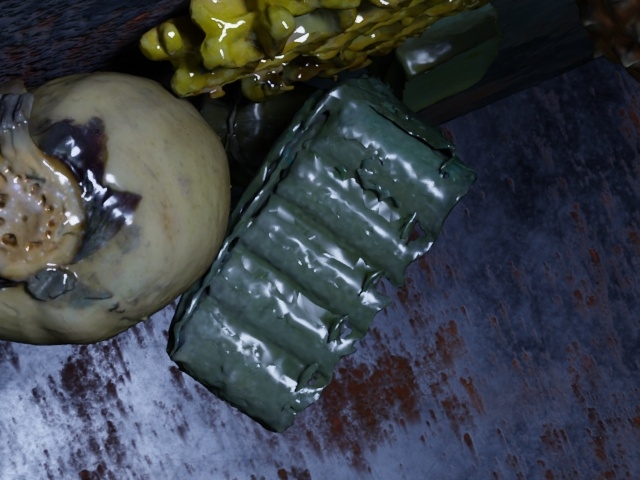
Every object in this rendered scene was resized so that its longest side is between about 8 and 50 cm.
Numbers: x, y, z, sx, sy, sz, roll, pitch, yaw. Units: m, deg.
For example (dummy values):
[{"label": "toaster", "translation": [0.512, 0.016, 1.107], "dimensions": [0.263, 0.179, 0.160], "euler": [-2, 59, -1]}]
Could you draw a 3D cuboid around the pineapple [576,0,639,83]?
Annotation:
[{"label": "pineapple", "translation": [0.304, -0.146, 0.864], "dimensions": [0.175, 0.175, 0.361], "euler": [-23, -155, -33]}]

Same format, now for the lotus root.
[{"label": "lotus root", "translation": [-0.144, -0.029, 1.017], "dimensions": [0.182, 0.183, 0.310], "euler": [-24, -175, 14]}]

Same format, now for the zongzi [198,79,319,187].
[{"label": "zongzi", "translation": [0.000, -0.092, 1.308], "dimensions": [0.204, 0.094, 0.205], "euler": [3, 174, -2]}]

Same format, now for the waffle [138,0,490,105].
[{"label": "waffle", "translation": [0.031, -0.155, 1.041], "dimensions": [0.259, 0.069, 0.293], "euler": [-23, 180, 15]}]

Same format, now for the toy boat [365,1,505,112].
[{"label": "toy boat", "translation": [0.094, -0.165, 1.341], "dimensions": [0.111, 0.084, 0.276], "euler": [-26, 178, -6]}]

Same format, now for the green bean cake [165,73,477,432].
[{"label": "green bean cake", "translation": [0.000, 0.000, 1.158], "dimensions": [0.241, 0.132, 0.255], "euler": [-57, -178, 10]}]
